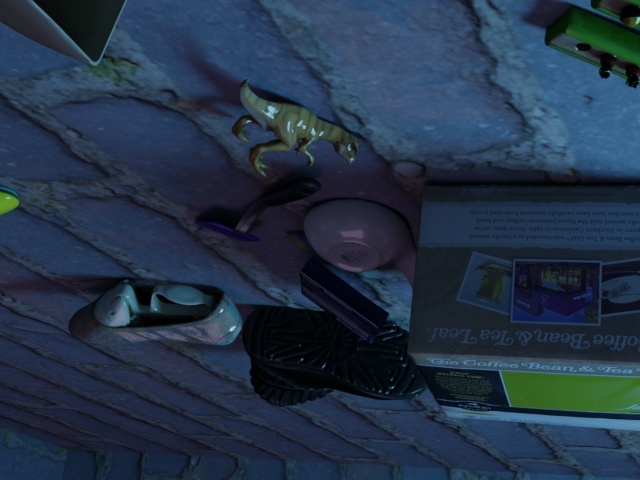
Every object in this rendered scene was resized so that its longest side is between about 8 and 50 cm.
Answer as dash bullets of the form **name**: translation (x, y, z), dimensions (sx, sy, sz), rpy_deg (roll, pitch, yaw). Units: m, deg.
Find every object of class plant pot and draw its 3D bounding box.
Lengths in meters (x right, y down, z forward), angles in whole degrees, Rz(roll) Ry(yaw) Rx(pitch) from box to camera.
- **plant pot**: translation (-0.226, -0.220, 0.818), dimensions (0.096, 0.109, 0.109), rpy_deg (12, 162, 25)

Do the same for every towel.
- **towel**: translation (0.000, 0.000, 1.414), dimensions (0.083, 0.009, 0.060), rpy_deg (-4, 156, 29)

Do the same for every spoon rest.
- **spoon rest**: translation (0.084, 0.025, 1.377), dimensions (0.137, 0.084, 0.276), rpy_deg (-16, 136, 32)

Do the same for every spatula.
- **spatula**: translation (-0.080, -0.038, 1.317), dimensions (0.084, 0.030, 0.296), rpy_deg (21, 156, -24)

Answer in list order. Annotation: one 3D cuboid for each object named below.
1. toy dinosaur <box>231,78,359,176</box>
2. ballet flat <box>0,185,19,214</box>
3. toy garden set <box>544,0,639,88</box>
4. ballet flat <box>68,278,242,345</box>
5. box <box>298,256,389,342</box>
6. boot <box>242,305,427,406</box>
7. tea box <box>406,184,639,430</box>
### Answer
- **toy dinosaur**: translation (-0.047, -0.128, 1.063), dimensions (0.112, 0.064, 0.211), rpy_deg (-31, 149, 32)
- **ballet flat**: translation (-0.536, -0.047, 1.387), dimensions (0.230, 0.077, 0.077), rpy_deg (10, 158, -7)
- **toy garden set**: translation (0.329, -0.165, 0.798), dimensions (0.203, 0.049, 0.244), rpy_deg (19, 159, -16)
- **ballet flat**: translation (-0.289, 0.114, 1.713), dimensions (0.315, 0.108, 0.106), rpy_deg (-2, 137, 10)
- **box**: translation (0.032, 0.088, 1.460), dimensions (0.136, 0.036, 0.225), rpy_deg (36, 172, 6)
- **boot**: translation (0.029, 0.231, 1.814), dimensions (0.347, 0.131, 0.260), rpy_deg (15, 153, 11)
- **tea box**: translation (0.300, 0.093, 1.257), dimensions (0.328, 0.220, 0.323), rpy_deg (1, 159, 15)
